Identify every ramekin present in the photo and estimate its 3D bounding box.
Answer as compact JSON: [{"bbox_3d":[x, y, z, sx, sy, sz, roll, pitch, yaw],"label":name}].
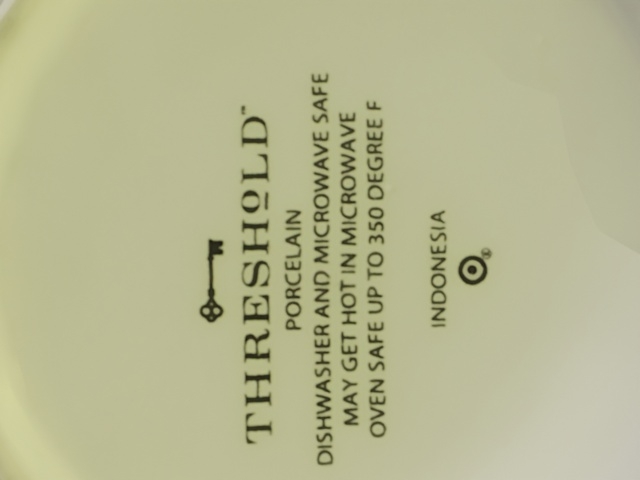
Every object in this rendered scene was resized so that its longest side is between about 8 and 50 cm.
[{"bbox_3d":[0.000,0.000,0.525,0.273,0.127,0.273,0,92,-10],"label":"ramekin"}]
